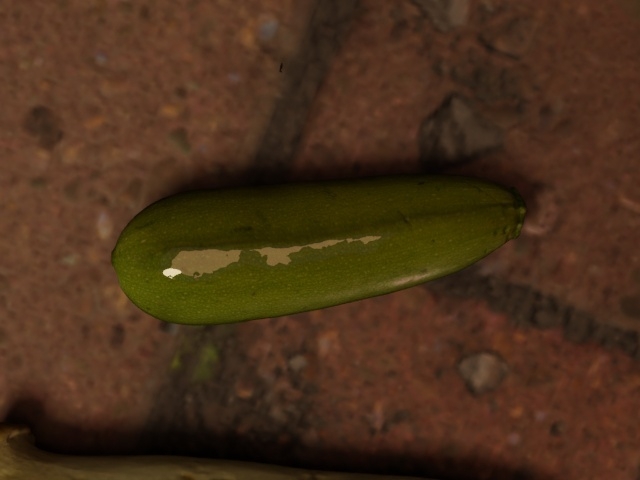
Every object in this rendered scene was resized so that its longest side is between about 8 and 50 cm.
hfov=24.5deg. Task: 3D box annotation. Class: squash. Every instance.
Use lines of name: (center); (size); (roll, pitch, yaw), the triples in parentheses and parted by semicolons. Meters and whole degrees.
squash: (0.000, 0.000, 0.708); (0.201, 0.066, 0.066); (-9, 100, -8)

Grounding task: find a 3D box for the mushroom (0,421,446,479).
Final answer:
mushroom: (-0.038, 0.155, 0.722); (0.312, 0.081, 0.100); (9, 105, -6)
